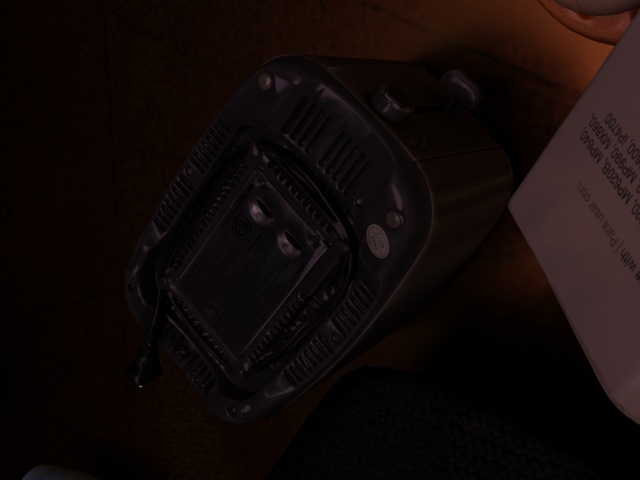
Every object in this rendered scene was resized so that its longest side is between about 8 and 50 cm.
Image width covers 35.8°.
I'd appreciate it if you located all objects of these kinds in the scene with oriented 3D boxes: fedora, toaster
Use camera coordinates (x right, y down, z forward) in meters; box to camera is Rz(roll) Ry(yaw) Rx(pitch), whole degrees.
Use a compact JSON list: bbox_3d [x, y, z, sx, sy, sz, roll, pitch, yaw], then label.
[{"bbox_3d":[0.070,0.157,0.493,0.334,0.334,0.152,20,84,30],"label":"fedora"},{"bbox_3d":[0.000,0.000,0.539,0.129,0.146,0.227,48,124,16],"label":"toaster"}]

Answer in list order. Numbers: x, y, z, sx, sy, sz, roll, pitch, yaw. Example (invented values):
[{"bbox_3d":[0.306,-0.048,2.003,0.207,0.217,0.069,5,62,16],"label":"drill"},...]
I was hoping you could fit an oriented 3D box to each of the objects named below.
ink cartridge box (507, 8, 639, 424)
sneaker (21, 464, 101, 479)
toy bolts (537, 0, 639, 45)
[{"bbox_3d":[0.222,-0.057,0.321,0.272,0.197,0.114,-61,28,30],"label":"ink cartridge box"},{"bbox_3d":[-0.219,0.345,0.817,0.150,0.135,0.365,29,110,35],"label":"sneaker"},{"bbox_3d":[0.146,-0.203,0.356,0.218,0.158,0.228,-21,97,36],"label":"toy bolts"}]
